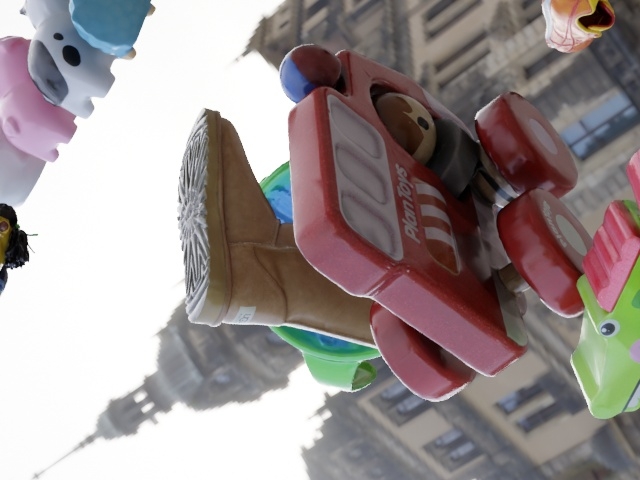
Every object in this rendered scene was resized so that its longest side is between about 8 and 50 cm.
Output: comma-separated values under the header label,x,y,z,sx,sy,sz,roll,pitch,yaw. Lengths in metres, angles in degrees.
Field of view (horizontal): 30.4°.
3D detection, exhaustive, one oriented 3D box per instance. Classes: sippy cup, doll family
label,x,y,z,sx,sy,sz,roll,pitch,yaw
sippy cup,0.051,-0.002,1.345,0.240,0.305,0.224,44,-161,5
doll family,-0.298,0.022,1.035,0.076,0.193,0.111,20,-121,-17

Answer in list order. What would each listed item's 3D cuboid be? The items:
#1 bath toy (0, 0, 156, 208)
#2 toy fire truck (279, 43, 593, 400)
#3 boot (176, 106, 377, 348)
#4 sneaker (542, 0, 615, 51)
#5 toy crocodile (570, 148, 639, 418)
label,x,y,z,sx,sy,sz,roll,pitch,yaw
bath toy,-0.298,-0.168,1.218,0.129,0.348,0.151,29,-135,-19
toy fire truck,0.073,-0.040,0.920,0.254,0.169,0.302,37,-149,-31
boot,0.000,0.000,1.140,0.269,0.089,0.236,9,-119,-25
sneaker,0.275,-0.229,1.238,0.067,0.064,0.175,29,-176,18
toy crocodile,0.241,-0.029,0.762,0.105,0.341,0.115,15,-148,-11
